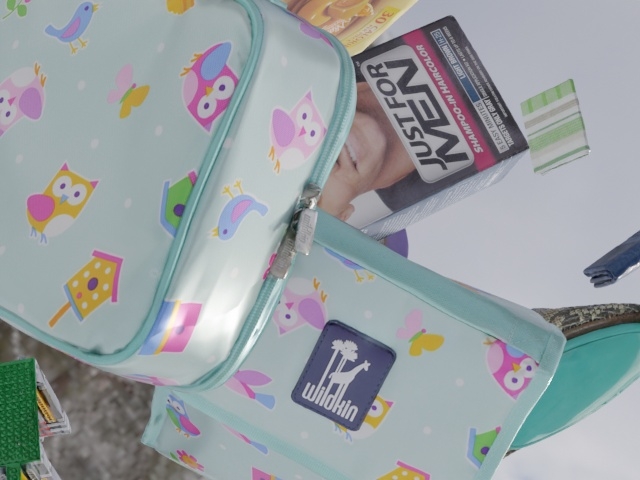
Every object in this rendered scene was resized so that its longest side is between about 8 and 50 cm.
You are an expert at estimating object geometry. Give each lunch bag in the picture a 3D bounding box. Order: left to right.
[{"bbox_3d":[-0.114,-0.053,0.762,0.279,0.224,0.108,22,-4,40],"label":"lunch bag"},{"bbox_3d":[0.015,0.084,0.877,0.223,0.160,0.262,28,-32,3],"label":"lunch bag"}]

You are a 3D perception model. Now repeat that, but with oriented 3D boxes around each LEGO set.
[{"bbox_3d":[-0.322,0.263,1.218,0.192,0.255,0.331,85,-13,-62],"label":"LEGO set"}]

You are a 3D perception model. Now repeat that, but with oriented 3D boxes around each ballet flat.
[{"bbox_3d":[0.150,0.196,1.543,0.164,0.483,0.182,48,1,-43],"label":"ballet flat"}]

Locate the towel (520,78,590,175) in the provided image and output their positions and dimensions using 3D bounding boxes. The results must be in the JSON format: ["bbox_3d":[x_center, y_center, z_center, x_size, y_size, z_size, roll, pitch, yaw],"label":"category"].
[{"bbox_3d":[0.417,-0.199,2.434,0.023,0.113,0.152,24,51,-48],"label":"towel"}]

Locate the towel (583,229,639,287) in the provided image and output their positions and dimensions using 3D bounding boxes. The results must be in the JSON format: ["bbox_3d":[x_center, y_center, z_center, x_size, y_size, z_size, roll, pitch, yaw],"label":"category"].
[{"bbox_3d":[0.365,0.014,1.586,0.029,0.119,0.067,59,-19,-3],"label":"towel"}]

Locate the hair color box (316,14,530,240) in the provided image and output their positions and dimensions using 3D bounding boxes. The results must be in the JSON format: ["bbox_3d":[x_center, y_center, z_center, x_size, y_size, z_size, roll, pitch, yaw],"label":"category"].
[{"bbox_3d":[0.023,-0.084,1.429,0.174,0.347,0.105,61,-18,10],"label":"hair color box"}]

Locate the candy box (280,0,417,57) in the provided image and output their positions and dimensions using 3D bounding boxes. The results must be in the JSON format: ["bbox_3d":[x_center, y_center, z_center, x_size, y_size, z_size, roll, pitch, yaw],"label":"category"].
[{"bbox_3d":[0.059,-0.341,1.520,0.316,0.183,0.087,-39,-126,38],"label":"candy box"}]

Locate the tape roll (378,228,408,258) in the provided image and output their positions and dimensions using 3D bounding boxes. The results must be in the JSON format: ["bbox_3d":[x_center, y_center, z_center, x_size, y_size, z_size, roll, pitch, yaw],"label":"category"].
[{"bbox_3d":[0.000,0.000,1.561,0.189,0.189,0.080,49,-44,10],"label":"tape roll"}]
